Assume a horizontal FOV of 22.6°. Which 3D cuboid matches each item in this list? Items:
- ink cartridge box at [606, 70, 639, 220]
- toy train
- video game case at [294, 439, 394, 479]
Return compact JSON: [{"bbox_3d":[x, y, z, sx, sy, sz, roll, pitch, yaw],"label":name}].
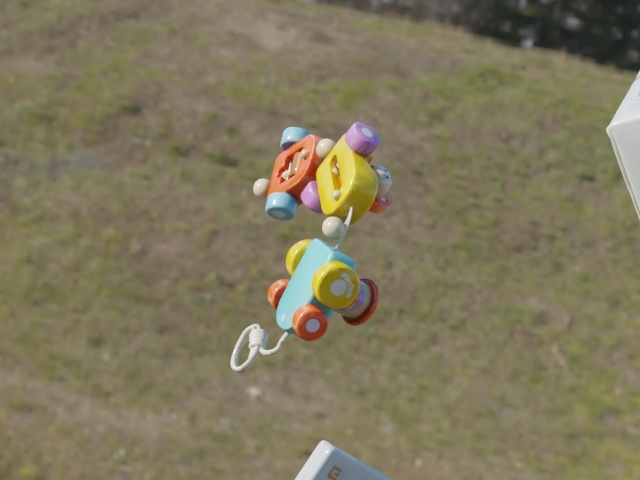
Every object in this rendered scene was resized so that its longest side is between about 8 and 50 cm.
[{"bbox_3d":[0.441,-0.134,1.647,0.223,0.129,0.307,-16,14,24],"label":"ink cartridge box"},{"bbox_3d":[0.000,0.000,0.925,0.046,0.166,0.125,24,-33,-23],"label":"toy train"},{"bbox_3d":[0.009,0.310,1.478,0.193,0.212,0.023,35,-2,-38],"label":"video game case"}]
